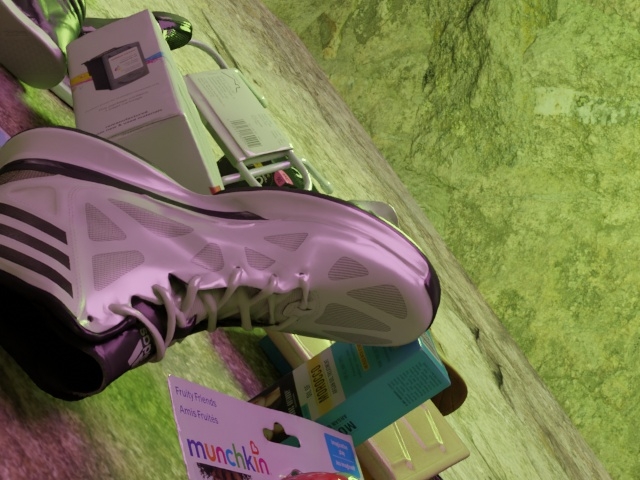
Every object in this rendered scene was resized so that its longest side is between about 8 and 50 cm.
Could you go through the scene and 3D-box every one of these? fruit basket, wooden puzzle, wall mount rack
[{"bbox_3d":[0.016,0.293,0.962,0.327,0.165,0.353,33,39,-55],"label":"fruit basket"},{"bbox_3d":[0.043,0.204,1.605,0.322,0.080,0.348,53,16,16],"label":"wooden puzzle"},{"bbox_3d":[-0.119,-0.165,1.842,0.304,0.130,0.350,-16,62,-43],"label":"wall mount rack"}]

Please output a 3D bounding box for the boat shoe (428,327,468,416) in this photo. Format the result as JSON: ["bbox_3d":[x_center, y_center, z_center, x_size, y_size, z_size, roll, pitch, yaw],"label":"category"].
[{"bbox_3d":[0.129,0.167,2.006,0.341,0.122,0.110,55,3,-31],"label":"boat shoe"}]

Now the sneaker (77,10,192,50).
[{"bbox_3d":[-0.268,-0.264,1.706,0.228,0.087,0.130,-16,71,-45],"label":"sneaker"}]

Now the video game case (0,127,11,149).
[{"bbox_3d":[-0.322,-0.047,1.218,0.285,0.025,0.204,45,13,-19],"label":"video game case"}]

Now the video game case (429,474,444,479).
[{"bbox_3d":[0.209,0.435,1.620,0.232,0.042,0.210,47,12,-12],"label":"video game case"}]

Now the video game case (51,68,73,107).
[{"bbox_3d":[-0.386,-0.254,1.636,0.157,0.019,0.143,41,15,-33],"label":"video game case"}]

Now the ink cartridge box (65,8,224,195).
[{"bbox_3d":[-0.206,-0.112,1.432,0.306,0.131,0.226,-116,-176,-56],"label":"ink cartridge box"}]

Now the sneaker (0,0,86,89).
[{"bbox_3d":[-0.417,-0.343,1.501,0.295,0.105,0.146,51,32,-27],"label":"sneaker"}]

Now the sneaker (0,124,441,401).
[{"bbox_3d":[-0.113,0.069,1.063,0.448,0.169,0.257,16,42,-5],"label":"sneaker"}]

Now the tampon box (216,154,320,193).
[{"bbox_3d":[-0.091,-0.097,2.017,0.120,0.101,0.161,54,13,20],"label":"tampon box"}]

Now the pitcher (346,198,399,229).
[{"bbox_3d":[0.000,0.000,1.905,0.178,0.207,0.125,14,-55,39],"label":"pitcher"}]

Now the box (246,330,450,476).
[{"bbox_3d":[0.010,0.169,1.216,0.060,0.244,0.100,50,11,-29],"label":"box"}]
